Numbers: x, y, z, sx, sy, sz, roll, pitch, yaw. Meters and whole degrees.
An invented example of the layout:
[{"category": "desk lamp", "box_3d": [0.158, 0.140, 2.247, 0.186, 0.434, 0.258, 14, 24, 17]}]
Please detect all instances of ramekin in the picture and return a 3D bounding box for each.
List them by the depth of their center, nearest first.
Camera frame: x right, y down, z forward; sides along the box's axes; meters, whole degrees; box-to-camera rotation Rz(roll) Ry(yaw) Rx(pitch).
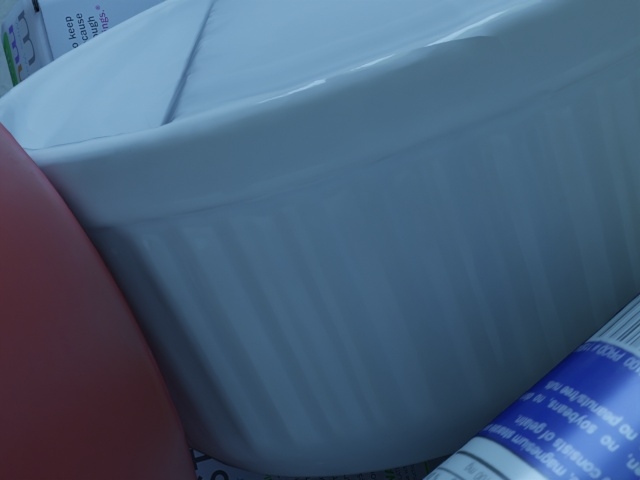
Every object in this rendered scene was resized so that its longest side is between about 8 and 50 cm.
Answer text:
[{"category": "ramekin", "box_3d": [0.028, -0.030, 0.533, 0.273, 0.127, 0.273, -18, 18, 6]}]

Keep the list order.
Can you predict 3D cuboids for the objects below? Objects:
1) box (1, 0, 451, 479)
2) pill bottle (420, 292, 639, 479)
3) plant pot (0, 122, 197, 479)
[{"category": "box", "box_3d": [0.000, 0.000, 0.717, 0.231, 0.262, 0.127, -15, 1, -17]}, {"category": "pill bottle", "box_3d": [0.065, 0.098, 0.388, 0.186, 0.112, 0.112, -39, 14, -9]}, {"category": "plant pot", "box_3d": [-0.206, 0.099, 0.457, 0.275, 0.275, 0.243, -2, 24, 47]}]
